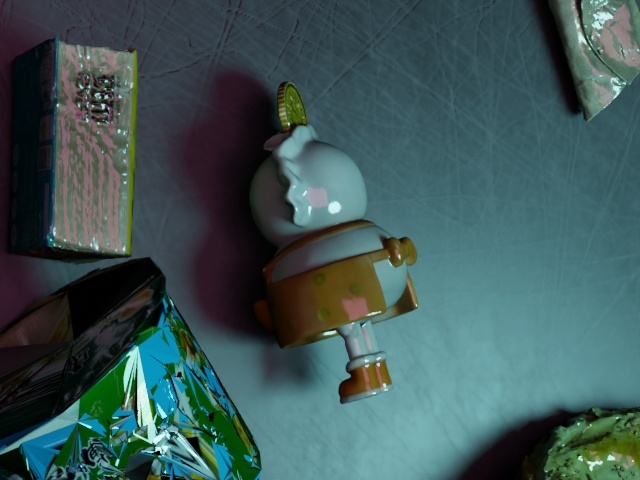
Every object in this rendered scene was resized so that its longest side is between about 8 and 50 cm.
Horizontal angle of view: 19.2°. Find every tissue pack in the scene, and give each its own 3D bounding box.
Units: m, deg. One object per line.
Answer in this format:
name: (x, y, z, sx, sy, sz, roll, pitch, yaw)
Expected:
tissue pack: (-0.197, -0.069, 1.513, 0.082, 0.120, 0.169, 3, 85, -25)

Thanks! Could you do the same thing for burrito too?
burrito: (0.242, -0.229, 1.726, 0.087, 0.060, 0.226, -23, 97, -16)

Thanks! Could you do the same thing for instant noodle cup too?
instant noodle cup: (-0.165, 0.154, 1.468, 0.240, 0.240, 0.178, -42, 112, -18)

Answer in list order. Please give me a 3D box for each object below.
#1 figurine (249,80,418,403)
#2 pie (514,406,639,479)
figurine: (0.009, 0.000, 1.585, 0.143, 0.143, 0.271, -1, 89, -22)
pie: (0.263, 0.360, 1.648, 0.418, 0.180, 0.395, -28, 97, -28)
